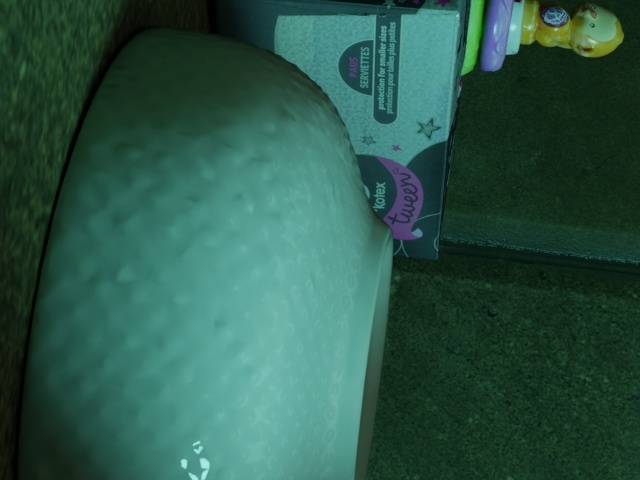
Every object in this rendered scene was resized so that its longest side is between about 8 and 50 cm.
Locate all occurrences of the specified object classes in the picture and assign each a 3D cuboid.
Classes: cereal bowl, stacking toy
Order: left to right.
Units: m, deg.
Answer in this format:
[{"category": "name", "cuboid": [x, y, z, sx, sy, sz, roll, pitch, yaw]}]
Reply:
[{"category": "cereal bowl", "cuboid": [-0.040, 0.061, 0.736, 0.339, 0.141, 0.339, 6, 90, -84]}, {"category": "stacking toy", "cuboid": [0.130, -0.209, 1.288, 0.166, 0.301, 0.175, 90, 10, -53]}]

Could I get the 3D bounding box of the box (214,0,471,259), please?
[{"category": "box", "cuboid": [0.020, -0.117, 0.990, 0.247, 0.163, 0.142, 90, 8, -51]}]
